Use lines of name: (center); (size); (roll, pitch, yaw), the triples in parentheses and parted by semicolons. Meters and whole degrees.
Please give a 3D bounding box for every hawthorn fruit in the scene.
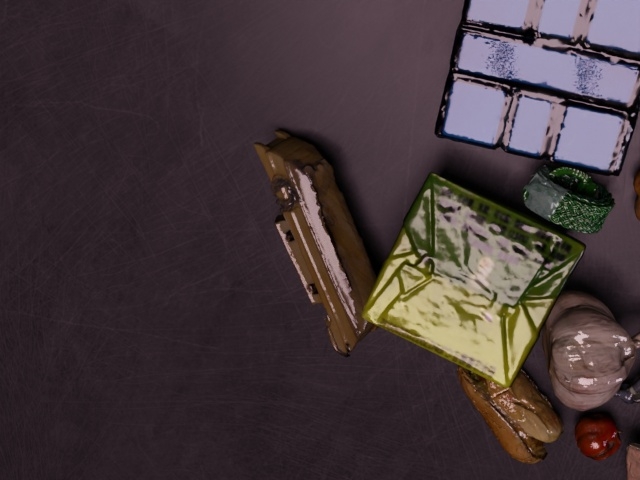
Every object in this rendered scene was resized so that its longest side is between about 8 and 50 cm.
hawthorn fruit: (0.540, 0.378, 1.678); (0.093, 0.093, 0.093); (7, 115, 15)

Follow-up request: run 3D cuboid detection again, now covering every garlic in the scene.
garlic: (0.505, 0.191, 1.536); (0.212, 0.218, 0.218); (-8, 111, 7)

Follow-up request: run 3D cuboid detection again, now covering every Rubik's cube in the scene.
Rubik's cube: (0.355, -0.291, 1.319); (0.288, 0.293, 0.283); (13, 119, 10)

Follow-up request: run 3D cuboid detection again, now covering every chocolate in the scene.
chocolate: (0.268, 0.065, 1.555); (0.301, 0.137, 0.289); (26, 100, 7)

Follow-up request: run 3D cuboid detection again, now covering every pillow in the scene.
pillow: (0.653, 0.482, 1.670); (0.126, 0.043, 0.232); (13, 136, 37)

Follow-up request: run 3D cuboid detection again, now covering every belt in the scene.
belt: (0.426, -0.079, 1.484); (0.151, 0.121, 0.079); (23, 120, 12)

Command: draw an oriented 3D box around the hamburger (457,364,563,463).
hamburger: (0.363, 0.328, 1.686); (0.124, 0.131, 0.262); (-38, 93, 28)

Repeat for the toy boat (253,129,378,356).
toy boat: (0.000, 0.000, 1.662); (0.162, 0.136, 0.445); (-7, 111, 47)

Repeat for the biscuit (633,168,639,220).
biscuit: (0.683, -0.073, 1.420); (0.325, 0.107, 0.326); (6, 118, 12)

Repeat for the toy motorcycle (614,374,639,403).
toy motorcycle: (0.654, 0.303, 1.602); (0.157, 0.091, 0.263); (-37, 101, 33)
